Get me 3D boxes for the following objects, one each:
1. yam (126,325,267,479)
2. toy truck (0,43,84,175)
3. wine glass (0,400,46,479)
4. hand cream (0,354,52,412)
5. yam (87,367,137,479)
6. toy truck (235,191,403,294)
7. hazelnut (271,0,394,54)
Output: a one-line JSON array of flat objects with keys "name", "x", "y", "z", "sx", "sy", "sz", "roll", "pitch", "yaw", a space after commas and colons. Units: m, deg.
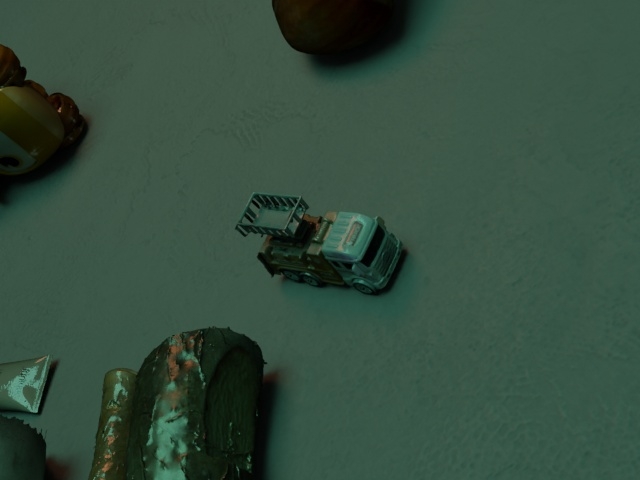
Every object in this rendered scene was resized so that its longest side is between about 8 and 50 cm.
[{"name": "yam", "x": -0.144, "y": 0.231, "z": 1.324, "sx": 0.154, "sy": 0.154, "sz": 0.254, "roll": -16, "pitch": 53, "yaw": 26}, {"name": "toy truck", "x": -0.550, "y": -0.208, "z": 1.936, "sx": 0.211, "sy": 0.204, "sz": 0.288, "roll": -52, "pitch": 43, "yaw": -6}, {"name": "wine glass", "x": -0.448, "y": 0.373, "z": 1.414, "sx": 0.190, "sy": 0.190, "sz": 0.357, "roll": -13, "pitch": 55, "yaw": 29}, {"name": "hand cream", "x": -0.462, "y": 0.205, "z": 1.656, "sx": 0.186, "sy": 0.054, "sz": 0.087, "roll": -6, "pitch": 58, "yaw": 25}, {"name": "yam", "x": -0.253, "y": 0.287, "z": 1.419, "sx": 0.066, "sy": 0.066, "sz": 0.300, "roll": -20, "pitch": 48, "yaw": 24}, {"name": "toy truck", "x": 0.001, "y": -0.001, "z": 1.421, "sx": 0.177, "sy": 0.115, "sz": 0.080, "roll": 7, "pitch": 62, "yaw": 39}, {"name": "hazelnut", "x": 0.012, "y": -0.369, "z": 1.663, "sx": 0.181, "sy": 0.181, "sz": 0.212, "roll": -4, "pitch": 63, "yaw": 9}]
